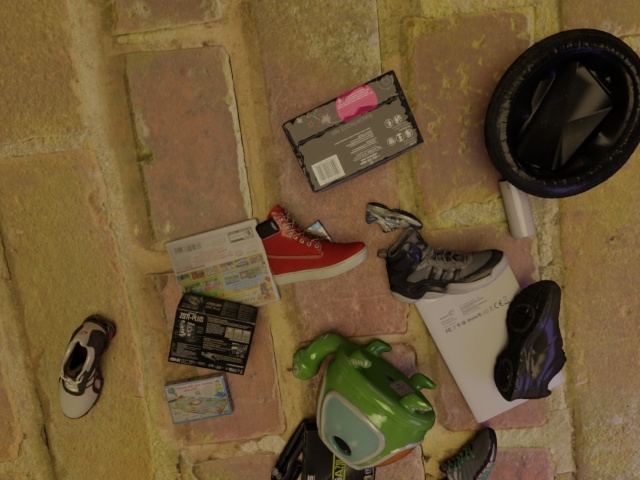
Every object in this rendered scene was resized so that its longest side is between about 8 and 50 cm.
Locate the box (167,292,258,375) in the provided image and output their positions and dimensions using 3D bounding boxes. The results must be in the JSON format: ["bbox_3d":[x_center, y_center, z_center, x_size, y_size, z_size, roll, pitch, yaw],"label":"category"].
[{"bbox_3d":[-0.249,0.218,1.054,0.180,0.077,0.147,12,110,-7],"label":"box"}]

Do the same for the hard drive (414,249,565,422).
[{"bbox_3d":[0.397,0.230,1.075,0.233,0.047,0.353,-28,96,5],"label":"hard drive"}]

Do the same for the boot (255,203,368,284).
[{"bbox_3d":[-0.026,-0.006,0.996,0.244,0.088,0.176,-13,104,26],"label":"boot"}]

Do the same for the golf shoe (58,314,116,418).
[{"bbox_3d":[-0.584,0.316,1.080,0.105,0.120,0.273,17,100,-3],"label":"golf shoe"}]

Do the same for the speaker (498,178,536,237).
[{"bbox_3d":[0.446,-0.075,1.021,0.055,0.055,0.136,-16,98,4],"label":"speaker"}]

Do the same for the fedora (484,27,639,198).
[{"bbox_3d":[0.487,-0.254,0.942,0.333,0.152,0.334,0,99,1],"label":"fedora"}]

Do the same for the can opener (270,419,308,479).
[{"bbox_3d":[-0.072,0.536,1.138,0.059,0.073,0.186,26,97,37],"label":"can opener"}]

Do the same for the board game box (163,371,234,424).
[{"bbox_3d":[-0.303,0.394,1.129,0.154,0.026,0.104,-11,98,3],"label":"board game box"}]

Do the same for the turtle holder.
[{"bbox_3d":[0.082,0.351,1.003,0.320,0.243,0.227,32,99,-4],"label":"turtle holder"}]

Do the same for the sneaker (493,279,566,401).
[{"bbox_3d":[0.485,0.224,1.008,0.130,0.109,0.287,8,105,-10],"label":"sneaker"}]

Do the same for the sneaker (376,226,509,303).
[{"bbox_3d":[0.254,0.039,0.980,0.268,0.101,0.153,-19,112,27],"label":"sneaker"}]

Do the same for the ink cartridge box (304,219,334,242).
[{"bbox_3d":[0.000,0.000,1.058,0.048,0.028,0.083,-35,97,8],"label":"ink cartridge box"}]

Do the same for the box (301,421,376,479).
[{"bbox_3d":[0.046,0.539,1.114,0.184,0.045,0.191,1,99,-16],"label":"box"}]

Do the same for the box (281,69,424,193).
[{"bbox_3d":[0.067,-0.223,0.966,0.247,0.142,0.163,-24,99,6],"label":"box"}]

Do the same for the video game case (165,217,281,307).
[{"bbox_3d":[-0.230,0.074,1.079,0.226,0.026,0.207,-15,98,3],"label":"video game case"}]

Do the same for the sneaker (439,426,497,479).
[{"bbox_3d":[0.353,0.553,1.110,0.098,0.083,0.224,19,100,3],"label":"sneaker"}]

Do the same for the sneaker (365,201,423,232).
[{"bbox_3d":[0.167,-0.044,1.042,0.135,0.052,0.058,18,109,6],"label":"sneaker"}]
